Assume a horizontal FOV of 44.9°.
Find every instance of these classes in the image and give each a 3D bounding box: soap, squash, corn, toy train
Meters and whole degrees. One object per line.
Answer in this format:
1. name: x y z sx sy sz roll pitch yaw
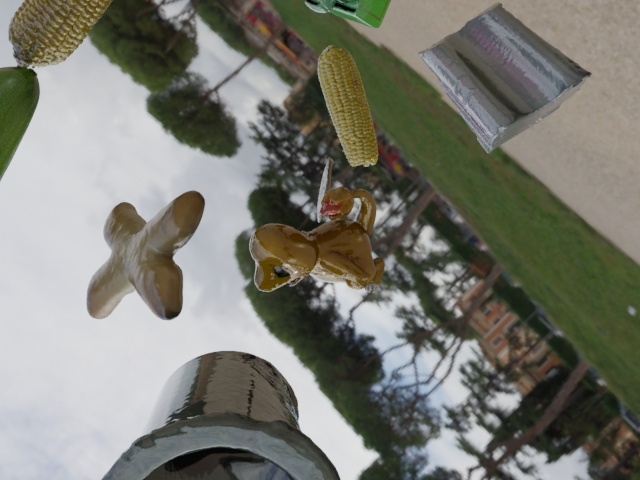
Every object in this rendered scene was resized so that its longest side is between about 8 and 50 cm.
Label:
1. soap: 0.310 -0.193 1.177 0.258 0.159 0.302 47 -166 -40
2. squash: -0.492 -0.063 1.032 0.107 0.395 0.107 24 177 1
3. corn: 0.045 -0.219 1.262 0.067 0.067 0.206 -16 -90 -78
4. toy train: 0.063 -0.491 1.310 0.132 0.243 0.188 28 -168 31
5. corn: -0.347 -0.342 1.081 0.097 0.262 0.097 40 -166 -12

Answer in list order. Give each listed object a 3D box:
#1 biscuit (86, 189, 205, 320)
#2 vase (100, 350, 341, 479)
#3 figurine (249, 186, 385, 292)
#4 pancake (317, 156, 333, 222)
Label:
1. biscuit: -0.226 0.019 0.977 0.047 0.164 0.208 24 161 -38
2. vase: -0.101 0.250 0.823 0.245 0.245 0.291 41 -177 -9
3. figurine: 0.000 -0.003 0.852 0.176 0.122 0.121 -4 -149 -45
4. pancake: 0.006 -0.088 1.345 0.011 0.115 0.115 12 -165 -6
